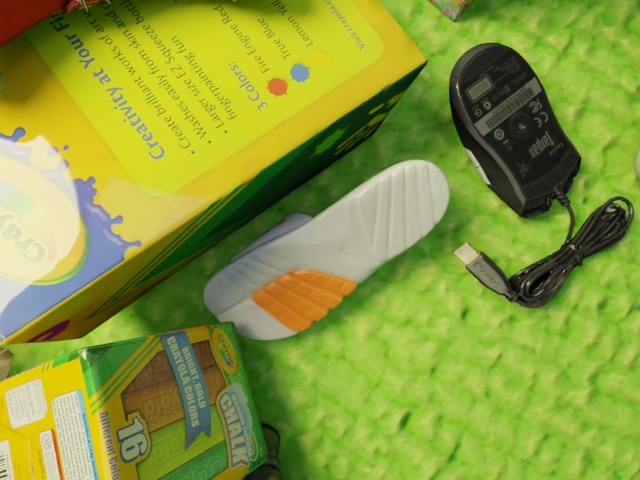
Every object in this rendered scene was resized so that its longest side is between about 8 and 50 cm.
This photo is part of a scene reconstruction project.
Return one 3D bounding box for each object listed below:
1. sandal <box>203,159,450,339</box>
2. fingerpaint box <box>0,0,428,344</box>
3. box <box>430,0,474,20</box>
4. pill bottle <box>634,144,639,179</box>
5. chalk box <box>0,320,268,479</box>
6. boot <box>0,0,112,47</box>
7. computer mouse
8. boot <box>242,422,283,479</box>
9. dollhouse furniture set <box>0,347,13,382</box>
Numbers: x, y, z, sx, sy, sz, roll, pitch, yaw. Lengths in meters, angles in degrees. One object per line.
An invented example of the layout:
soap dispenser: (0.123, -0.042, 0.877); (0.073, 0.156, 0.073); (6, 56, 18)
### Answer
sandal: (0.007, 0.008, 0.453); (0.265, 0.076, 0.102); (-32, 111, 9)
fingerpaint box: (-0.200, -0.199, 0.394); (0.371, 0.163, 0.444); (-37, 88, -15)
box: (0.185, -0.412, 0.372); (0.177, 0.290, 0.279); (43, 87, 2)
pill bottle: (0.439, -0.173, 0.425); (0.162, 0.162, 0.278); (24, 86, 1)
chalk box: (-0.139, 0.153, 0.377); (0.132, 0.213, 0.132); (-23, 79, 21)
boot: (-0.127, -0.171, 0.275); (0.176, 0.088, 0.244); (29, 72, -6)
computer mouse: (0.191, -0.058, 0.470); (0.184, 0.060, 0.262); (-43, 99, -6)
boot: (-0.103, 0.302, 0.399); (0.083, 0.161, 0.246); (41, 82, -14)
dollhouse furniture set: (-0.498, 0.178, 0.303); (0.362, 0.256, 0.394); (44, 101, -6)
